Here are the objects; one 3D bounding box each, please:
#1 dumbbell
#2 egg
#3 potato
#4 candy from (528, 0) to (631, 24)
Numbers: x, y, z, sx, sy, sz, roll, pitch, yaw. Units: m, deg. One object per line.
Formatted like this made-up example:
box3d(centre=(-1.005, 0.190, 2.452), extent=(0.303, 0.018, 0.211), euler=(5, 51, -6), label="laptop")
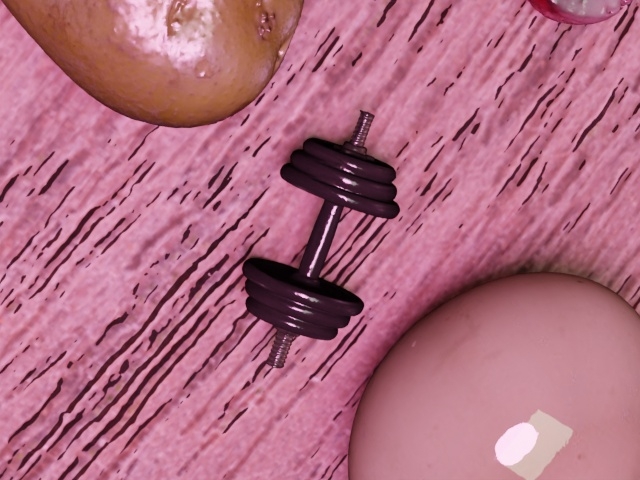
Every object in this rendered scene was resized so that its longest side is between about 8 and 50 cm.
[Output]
box3d(centre=(0.000, 0.000, 1.081), extent=(0.099, 0.099, 0.209), euler=(19, 97, -14), label="dumbbell")
box3d(centre=(0.142, 0.147, 1.078), extent=(0.269, 0.219, 0.219), euler=(-40, 106, 14), label="egg")
box3d(centre=(-0.135, -0.190, 0.988), extent=(0.251, 0.159, 0.174), euler=(30, 66, -3), label="potato")
box3d(centre=(0.203, -0.219, 1.103), extent=(0.103, 0.043, 0.103), euler=(-2, 102, -10), label="candy")
